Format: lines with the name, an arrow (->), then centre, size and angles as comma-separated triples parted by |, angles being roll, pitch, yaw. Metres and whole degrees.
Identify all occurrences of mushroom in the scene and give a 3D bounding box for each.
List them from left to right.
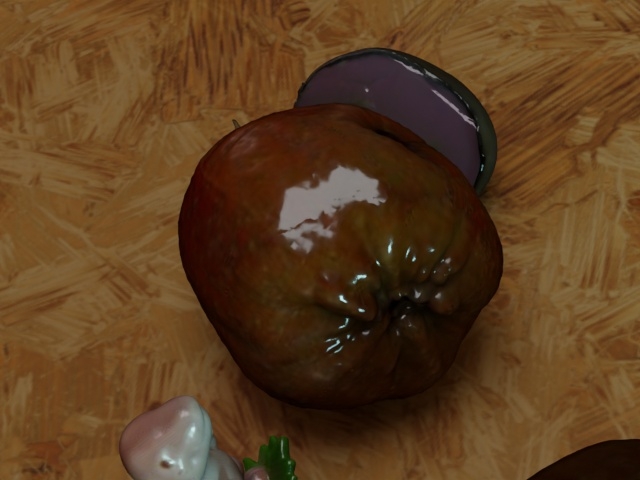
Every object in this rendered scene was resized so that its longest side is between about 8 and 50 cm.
mushroom -> 0.079, -0.097, 1.698 | 0.188, 0.141, 0.117 | 34, 28, 23

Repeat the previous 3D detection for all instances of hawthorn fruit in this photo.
hawthorn fruit -> 0.010, 0.012, 1.533 | 0.258, 0.258, 0.262 | -43, 18, -26

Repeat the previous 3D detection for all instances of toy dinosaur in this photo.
toy dinosaur -> -0.093, 0.206, 1.400 | 0.194, 0.177, 0.152 | -43, 48, 33

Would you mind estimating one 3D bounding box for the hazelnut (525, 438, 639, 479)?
hazelnut -> 0.232, 0.235, 1.306 | 0.251, 0.217, 0.217 | -2, 46, -12
